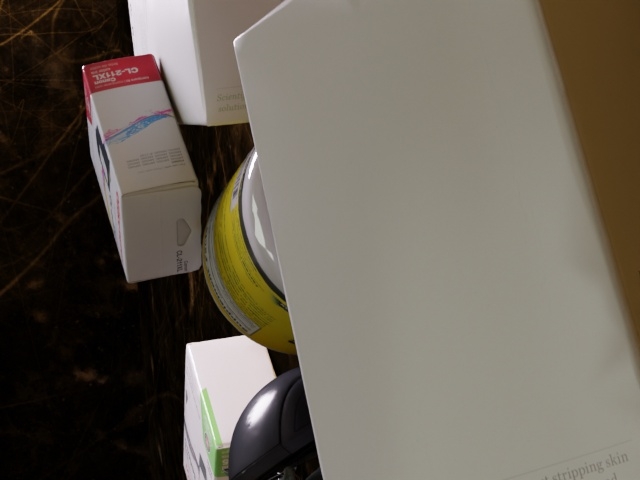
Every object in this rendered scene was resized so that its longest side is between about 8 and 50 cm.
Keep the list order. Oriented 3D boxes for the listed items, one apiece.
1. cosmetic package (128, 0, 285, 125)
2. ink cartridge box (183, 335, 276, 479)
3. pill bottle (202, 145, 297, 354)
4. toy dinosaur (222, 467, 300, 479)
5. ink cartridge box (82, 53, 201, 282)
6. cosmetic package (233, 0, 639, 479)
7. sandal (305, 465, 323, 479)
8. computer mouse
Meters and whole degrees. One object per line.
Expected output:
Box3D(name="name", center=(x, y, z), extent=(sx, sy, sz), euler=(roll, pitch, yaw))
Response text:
Box3D(name="cosmetic package", center=(-0.063, -0.196, 1.241), extent=(0.365, 0.197, 0.155), euler=(-155, 59, -74))
Box3D(name="ink cartridge box", center=(-0.120, 0.301, 1.828), extent=(0.198, 0.115, 0.273), euler=(-113, 22, -45))
Box3D(name="pill bottle", center=(0.000, 0.000, 1.112), extent=(0.334, 0.188, 0.188), euler=(141, 120, -73))
Box3D(name="toy dinosaur", center=(0.036, 0.293, 1.287), extent=(0.322, 0.164, 0.218), euler=(-19, 93, 56))
Box3D(name="ink cartridge box", center=(-0.168, -0.068, 1.203), extent=(0.127, 0.072, 0.175), euler=(96, 158, -49))
Box3D(name="cosmetic package", center=(0.103, 0.022, 0.669), extent=(0.217, 0.156, 0.385), euler=(-27, 66, 42))
Box3D(name="sandal", center=(-0.017, 0.284, 1.081), extent=(0.167, 0.107, 0.446), euler=(65, 152, 8))
Box3D(name="computer mouse", center=(-0.013, 0.139, 1.028), extent=(0.184, 0.262, 0.060), euler=(-42, 77, 38))
